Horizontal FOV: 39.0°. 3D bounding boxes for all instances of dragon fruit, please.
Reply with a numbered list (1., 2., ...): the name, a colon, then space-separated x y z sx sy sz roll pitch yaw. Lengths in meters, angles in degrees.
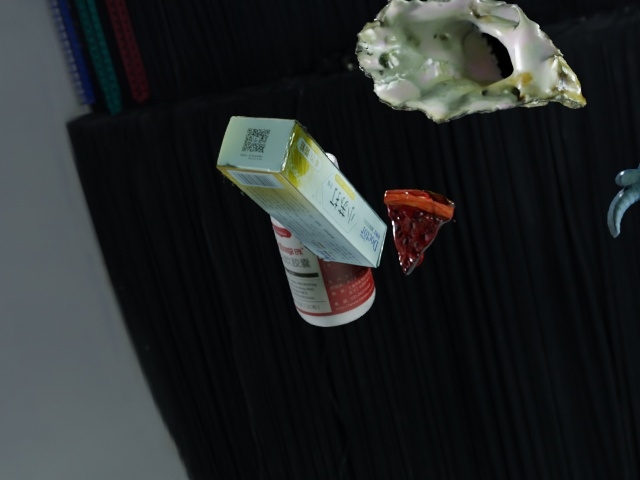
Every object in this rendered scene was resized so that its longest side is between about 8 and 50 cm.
1. dragon fruit: 0.162 -0.018 1.328 0.092 0.123 0.192 -14 -5 12

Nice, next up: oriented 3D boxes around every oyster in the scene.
1. oyster: 0.140 -0.176 0.870 0.209 0.133 0.072 -7 -9 17

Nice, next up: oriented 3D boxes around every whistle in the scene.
1. whistle: 0.516 -0.069 1.331 0.180 0.269 0.093 1 -1 3

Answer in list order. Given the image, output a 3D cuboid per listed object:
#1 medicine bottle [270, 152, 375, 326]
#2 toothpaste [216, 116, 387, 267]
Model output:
1. medicine bottle: 0.000 0.000 1.387 0.131 0.250 0.131 -12 26 6
2. toothpaste: -0.011 -0.046 1.078 0.089 0.071 0.313 6 -18 25
